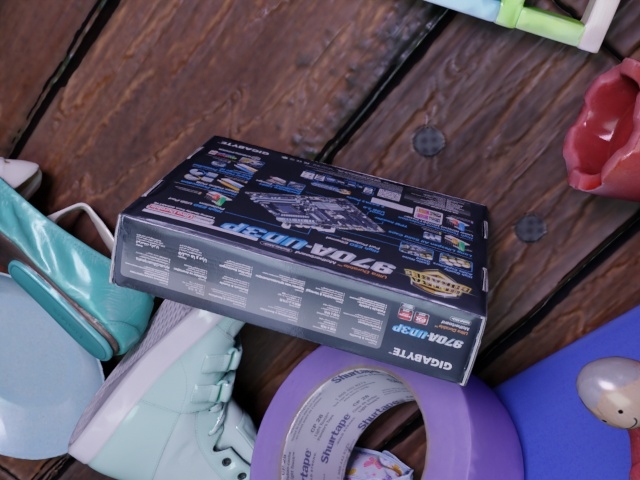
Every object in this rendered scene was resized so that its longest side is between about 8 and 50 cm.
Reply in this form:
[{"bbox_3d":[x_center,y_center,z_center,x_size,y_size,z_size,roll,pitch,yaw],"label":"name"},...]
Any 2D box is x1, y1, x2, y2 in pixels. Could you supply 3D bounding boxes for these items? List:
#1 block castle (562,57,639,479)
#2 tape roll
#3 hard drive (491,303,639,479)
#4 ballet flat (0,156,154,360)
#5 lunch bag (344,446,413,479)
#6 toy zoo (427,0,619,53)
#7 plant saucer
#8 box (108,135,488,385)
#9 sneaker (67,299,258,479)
[{"bbox_3d":[0.270,-0.106,0.285,0.212,0.303,0.453,17,134,-11],"label":"block castle"},{"bbox_3d":[0.043,0.164,0.559,0.189,0.189,0.080,-35,135,23],"label":"tape roll"},{"bbox_3d":[0.235,0.129,0.498,0.318,0.210,0.040,-36,122,23],"label":"hard drive"},{"bbox_3d":[-0.232,-0.010,0.612,0.247,0.087,0.083,42,146,-9],"label":"ballet flat"},{"bbox_3d":[0.040,0.219,0.664,0.083,0.053,0.071,5,112,21],"label":"lunch bag"},{"bbox_3d":[0.066,-0.251,0.471,0.293,0.030,0.192,19,115,3],"label":"toy zoo"},{"bbox_3d":[-0.277,0.107,0.694,0.194,0.037,0.195,5,113,11],"label":"plant saucer"},{"bbox_3d":[0.000,0.000,0.512,0.220,0.175,0.051,15,115,5],"label":"box"},{"bbox_3d":[-0.075,0.113,0.630,0.151,0.094,0.256,35,109,-17],"label":"sneaker"}]
